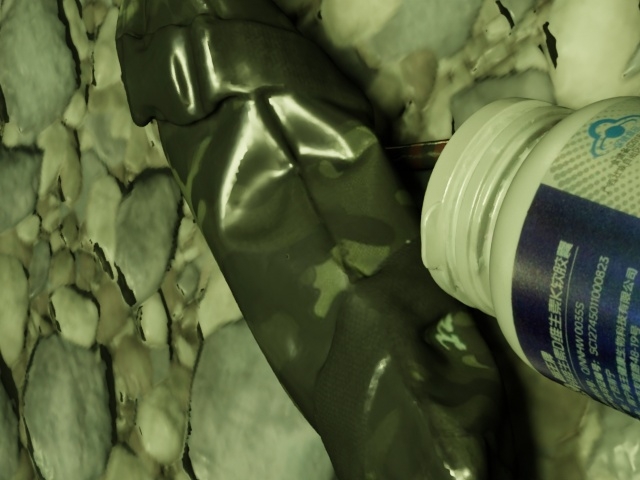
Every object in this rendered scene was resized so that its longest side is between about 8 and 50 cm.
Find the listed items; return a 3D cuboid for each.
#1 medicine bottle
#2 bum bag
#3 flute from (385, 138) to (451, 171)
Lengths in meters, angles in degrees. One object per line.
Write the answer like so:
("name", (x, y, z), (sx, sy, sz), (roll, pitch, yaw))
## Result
("medicine bottle", (0.129, 0.012, 0.637), (0.191, 0.107, 0.107), (24, 106, 41))
("bum bag", (0.000, 0.000, 0.759), (0.144, 0.095, 0.340), (88, 157, -63))
("flute", (0.122, -0.040, 0.709), (0.270, 0.014, 0.014), (-4, 88, 44))
